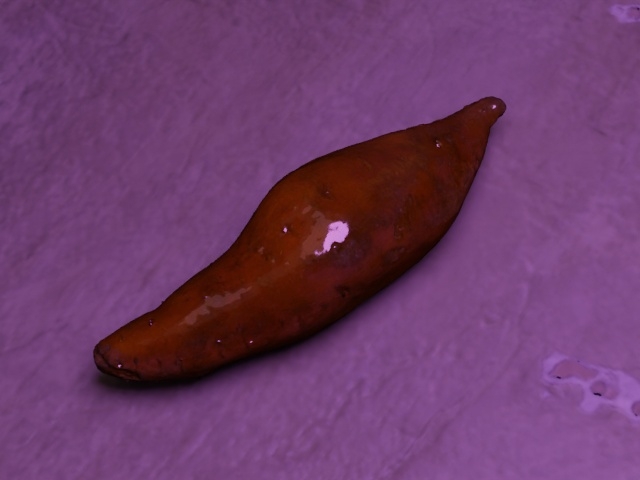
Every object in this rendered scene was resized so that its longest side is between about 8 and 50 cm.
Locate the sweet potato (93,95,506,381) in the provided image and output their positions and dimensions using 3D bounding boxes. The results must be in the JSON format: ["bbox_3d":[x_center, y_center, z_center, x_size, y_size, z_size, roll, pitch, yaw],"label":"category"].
[{"bbox_3d":[0.005,-0.002,1.096,0.359,0.112,0.112,-37,62,-20],"label":"sweet potato"}]
